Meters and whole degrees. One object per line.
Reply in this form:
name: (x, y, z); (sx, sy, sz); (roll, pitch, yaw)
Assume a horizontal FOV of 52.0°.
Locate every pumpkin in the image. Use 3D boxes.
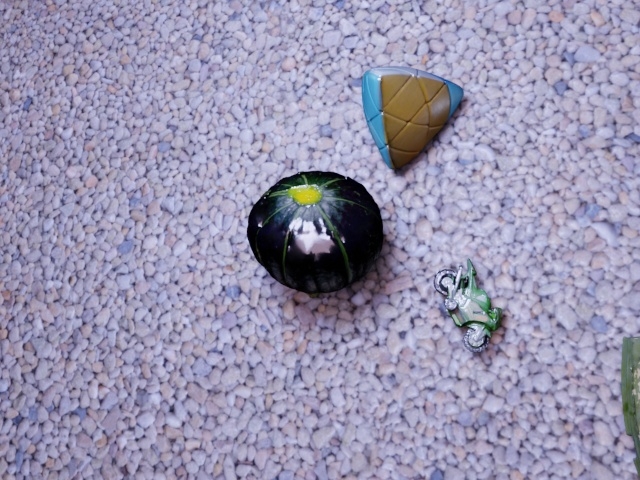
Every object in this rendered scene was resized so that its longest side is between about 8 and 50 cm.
pumpkin: (0.000, 0.000, 1.441); (0.296, 0.296, 0.295); (-5, 75, 18)

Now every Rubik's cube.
Rubik's cube: (0.146, -0.328, 1.468); (0.254, 0.254, 0.254); (-5, 75, 18)

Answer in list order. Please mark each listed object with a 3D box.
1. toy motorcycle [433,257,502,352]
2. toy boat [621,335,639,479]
toy motorcycle: (0.314, 0.135, 1.368); (0.106, 0.074, 0.190); (-25, 68, 2)
toy boat: (0.614, 0.320, 1.221); (0.093, 0.055, 0.293); (-7, 74, 15)
